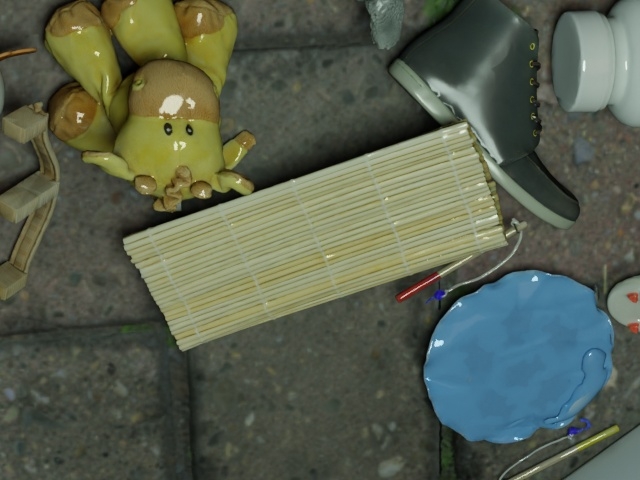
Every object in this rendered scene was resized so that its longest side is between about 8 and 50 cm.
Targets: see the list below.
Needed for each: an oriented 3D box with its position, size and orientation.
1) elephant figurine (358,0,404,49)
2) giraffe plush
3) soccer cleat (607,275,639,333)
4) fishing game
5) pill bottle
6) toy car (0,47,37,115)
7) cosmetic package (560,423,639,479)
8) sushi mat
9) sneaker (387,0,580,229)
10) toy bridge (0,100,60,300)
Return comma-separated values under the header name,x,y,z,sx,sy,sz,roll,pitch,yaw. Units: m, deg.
name,x,y,z,sx,sy,sz,roll,pitch,yaw
elephant figurine,-0.036,-0.291,1.333,0.239,0.186,0.169,8,150,-1
giraffe plush,-0.133,-0.097,1.352,0.181,0.170,0.210,-18,110,-3
soccer cleat,0.367,0.052,1.545,0.196,0.076,0.068,-1,124,12
fishing game,0.184,0.105,1.543,0.189,0.041,0.264,-31,118,2
pill bottle,0.312,-0.156,1.435,0.208,0.117,0.118,-3,108,-9
toy car,-0.332,-0.104,1.315,0.238,0.210,0.219,-33,99,-11
cosmetic package,0.362,0.291,1.582,0.224,0.138,0.224,-37,110,5
sushi mat,0.000,0.000,1.432,0.316,0.019,0.151,-19,131,9
sneaker,0.175,-0.113,1.445,0.118,0.083,0.222,-45,108,6
toy bridge,-0.247,-0.038,1.401,0.026,0.063,0.188,29,128,18
